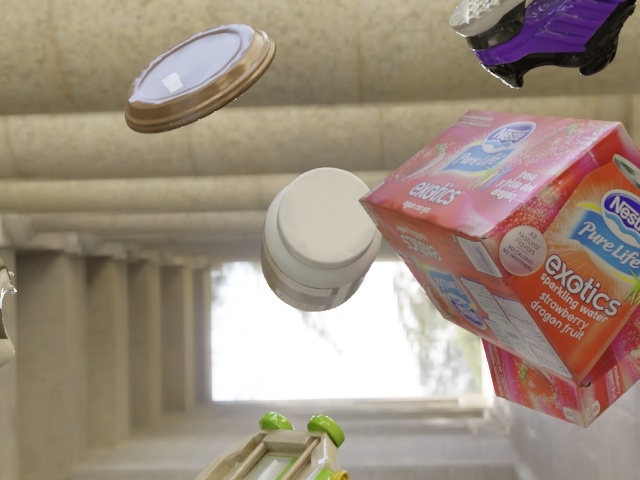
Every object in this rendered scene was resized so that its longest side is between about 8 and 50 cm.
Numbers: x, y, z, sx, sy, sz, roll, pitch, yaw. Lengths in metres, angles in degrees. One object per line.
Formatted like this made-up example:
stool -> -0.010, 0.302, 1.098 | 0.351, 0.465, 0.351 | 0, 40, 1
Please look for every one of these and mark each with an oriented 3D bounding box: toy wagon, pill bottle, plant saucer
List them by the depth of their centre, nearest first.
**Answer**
toy wagon -> -0.073, 0.347, 1.753 | 0.267, 0.344, 0.068 | -47, -67, -31
pill bottle -> 0.000, 0.000, 1.813 | 0.278, 0.162, 0.162 | 108, 162, -75
plant saucer -> -0.202, -0.271, 2.110 | 0.278, 0.278, 0.041 | -86, -28, -54

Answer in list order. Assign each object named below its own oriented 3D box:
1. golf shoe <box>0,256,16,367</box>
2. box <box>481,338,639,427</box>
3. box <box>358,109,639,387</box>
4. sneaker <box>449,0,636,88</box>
golf shoe -> -0.292, 0.008, 0.965 | 0.120, 0.105, 0.273 | 49, -174, -29
box -> 0.268, 0.039, 1.487 | 0.142, 0.154, 0.300 | 16, 131, 48
box -> 0.141, -0.005, 0.919 | 0.128, 0.122, 0.257 | 54, 172, -15
sneaker -> 0.302, -0.266, 1.439 | 0.146, 0.293, 0.102 | 53, -155, -22
